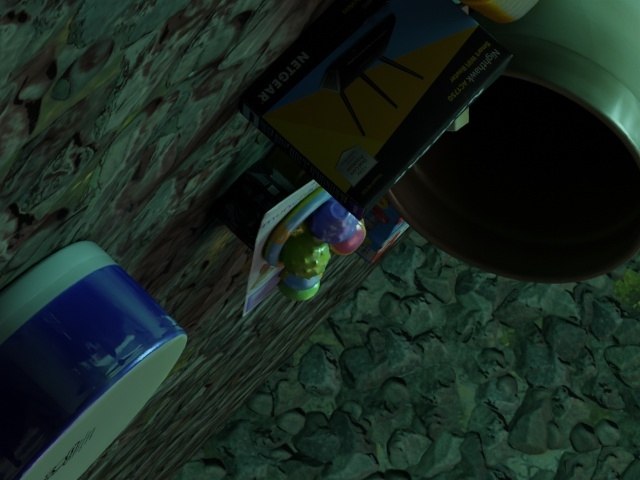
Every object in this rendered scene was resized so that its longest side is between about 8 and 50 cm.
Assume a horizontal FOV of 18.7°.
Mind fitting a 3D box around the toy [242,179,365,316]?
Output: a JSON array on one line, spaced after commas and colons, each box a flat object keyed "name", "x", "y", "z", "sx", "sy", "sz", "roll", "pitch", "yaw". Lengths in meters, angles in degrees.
[{"name": "toy", "x": 0.000, "y": 0.000, "z": 1.798, "sx": 0.137, "sy": 0.056, "sz": 0.237, "roll": -39, "pitch": 169, "yaw": -21}]

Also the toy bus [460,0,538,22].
[{"name": "toy bus", "x": 0.137, "y": -0.251, "z": 1.515, "sx": 0.130, "sy": 0.108, "sz": 0.333, "roll": -47, "pitch": 175, "yaw": 10}]

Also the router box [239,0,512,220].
[{"name": "router box", "x": 0.044, "y": -0.125, "z": 1.550, "sx": 0.179, "sy": 0.133, "sz": 0.046, "roll": -47, "pitch": 175, "yaw": -13}]

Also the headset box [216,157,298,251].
[{"name": "headset box", "x": -0.056, "y": -0.027, "z": 1.822, "sx": 0.032, "sy": 0.062, "sz": 0.083, "roll": -41, "pitch": 170, "yaw": -41}]

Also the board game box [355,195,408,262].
[{"name": "board game box", "x": 0.164, "y": -0.147, "z": 2.463, "sx": 0.308, "sy": 0.086, "sz": 0.302, "roll": -45, "pitch": 174, "yaw": -25}]

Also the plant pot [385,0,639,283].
[{"name": "plant pot", "x": 0.250, "y": -0.159, "z": 2.159, "sx": 0.280, "sy": 0.323, "sz": 0.323, "roll": -63, "pitch": -175, "yaw": -38}]

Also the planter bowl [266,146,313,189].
[{"name": "planter bowl", "x": 0.038, "y": -0.096, "z": 1.900, "sx": 0.217, "sy": 0.090, "sz": 0.217, "roll": -46, "pitch": 173, "yaw": -7}]

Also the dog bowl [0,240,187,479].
[{"name": "dog bowl", "x": -0.224, "y": 0.130, "z": 1.452, "sx": 0.265, "sy": 0.104, "sz": 0.265, "roll": -47, "pitch": 174, "yaw": -7}]

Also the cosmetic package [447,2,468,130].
[{"name": "cosmetic package", "x": 0.105, "y": -0.163, "z": 1.813, "sx": 0.041, "sy": 0.060, "sz": 0.115, "roll": -34, "pitch": 128, "yaw": -61}]
